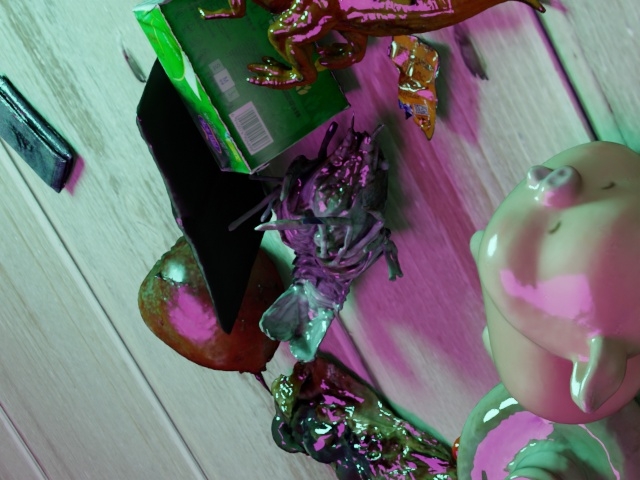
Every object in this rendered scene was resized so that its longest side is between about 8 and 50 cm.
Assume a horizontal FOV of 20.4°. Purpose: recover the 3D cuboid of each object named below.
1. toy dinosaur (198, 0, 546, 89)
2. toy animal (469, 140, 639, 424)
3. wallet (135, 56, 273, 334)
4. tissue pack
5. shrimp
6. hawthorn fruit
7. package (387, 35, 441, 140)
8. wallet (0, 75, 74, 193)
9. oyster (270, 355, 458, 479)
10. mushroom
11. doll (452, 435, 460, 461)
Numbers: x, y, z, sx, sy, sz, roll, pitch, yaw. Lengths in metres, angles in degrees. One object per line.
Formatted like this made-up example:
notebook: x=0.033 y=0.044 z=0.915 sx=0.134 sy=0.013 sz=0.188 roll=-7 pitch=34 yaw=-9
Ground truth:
toy dinosaur: x=0.011 y=-0.231 z=1.793 sx=0.432 sy=0.097 sz=0.208 roll=14 pitch=144 yaw=9
toy animal: x=0.252 y=0.055 z=1.735 sx=0.269 sy=0.237 sz=0.326 roll=30 pitch=150 yaw=45
wallet: x=-0.129 y=-0.085 z=2.050 sx=0.041 sy=0.247 sz=0.323 roll=-6 pitch=127 yaw=16
tissue pack: x=-0.095 y=-0.199 z=1.938 sx=0.209 sy=0.148 sz=0.156 roll=60 pitch=163 yaw=-17
shrimp: x=0.003 y=-0.004 z=2.037 sx=0.221 sy=0.166 sz=0.410 roll=35 pitch=159 yaw=13
hawthorn fruit: x=-0.120 y=0.096 z=2.280 sx=0.235 sy=0.181 sz=0.181 roll=54 pitch=149 yaw=-8
package: x=0.098 y=-0.160 z=1.847 sx=0.077 sy=0.033 sz=0.111 roll=-121 pitch=19 yaw=-48
wallet: x=-0.413 y=-0.150 z=2.513 sx=0.166 sy=0.030 sz=0.111 roll=46 pitch=154 yaw=8
oyster: x=0.062 y=0.299 z=2.350 sx=0.361 sy=0.096 sz=0.221 roll=37 pitch=154 yaw=24
mushroom: x=0.246 y=0.263 z=1.916 sx=0.243 sy=0.243 sz=0.243 roll=32 pitch=145 yaw=26
doll: x=0.254 y=0.294 z=2.114 sx=0.245 sy=0.076 sz=0.142 roll=10 pitch=133 yaw=51
